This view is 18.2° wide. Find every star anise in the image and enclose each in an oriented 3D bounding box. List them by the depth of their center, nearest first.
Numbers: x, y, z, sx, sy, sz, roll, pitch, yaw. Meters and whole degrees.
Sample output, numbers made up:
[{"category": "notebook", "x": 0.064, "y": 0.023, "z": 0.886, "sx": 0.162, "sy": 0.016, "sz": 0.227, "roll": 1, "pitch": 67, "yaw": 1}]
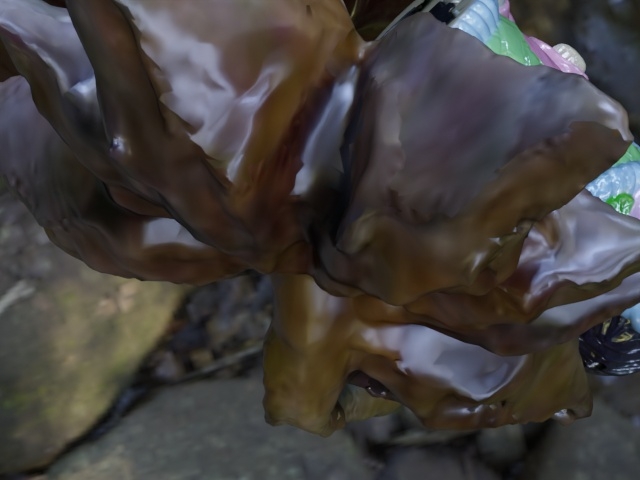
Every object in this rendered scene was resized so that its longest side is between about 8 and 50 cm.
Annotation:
[{"category": "star anise", "x": -0.001, "y": -0.003, "z": 0.707, "sx": 0.292, "sy": 0.349, "sz": 0.109, "roll": 36, "pitch": 70, "yaw": -12}]

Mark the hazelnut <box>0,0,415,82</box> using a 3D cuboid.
[{"category": "hazelnut", "x": -0.119, "y": -0.214, "z": 1.131, "sx": 0.402, "sy": 0.429, "sz": 0.402, "roll": 3, "pitch": 77, "yaw": -11}]

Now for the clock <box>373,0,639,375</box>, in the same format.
[{"category": "clock", "x": 0.100, "y": -0.020, "z": 0.874, "sx": 0.195, "sy": 0.100, "sz": 0.194, "roll": 47, "pitch": 10, "yaw": -11}]
